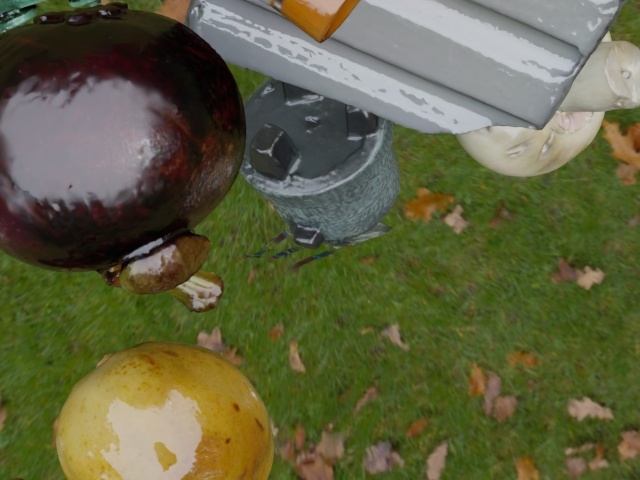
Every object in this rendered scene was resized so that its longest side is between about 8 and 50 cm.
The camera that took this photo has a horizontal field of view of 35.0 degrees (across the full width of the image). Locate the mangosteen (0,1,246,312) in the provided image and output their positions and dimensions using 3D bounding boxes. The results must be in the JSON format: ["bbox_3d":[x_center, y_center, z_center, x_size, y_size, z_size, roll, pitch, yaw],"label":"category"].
[{"bbox_3d":[-0.216,-0.085,1.002,0.297,0.297,0.293,0,126,-3],"label":"mangosteen"}]

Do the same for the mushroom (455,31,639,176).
[{"bbox_3d":[0.384,-0.300,1.788,0.353,0.353,0.325,-14,70,-1],"label":"mushroom"}]

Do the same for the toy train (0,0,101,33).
[{"bbox_3d":[-0.368,-0.390,1.433,0.285,0.177,0.116,-7,123,34],"label":"toy train"}]

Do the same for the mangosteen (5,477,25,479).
[{"bbox_3d":[-0.409,0.431,1.341,0.216,0.216,0.216,0,98,-3],"label":"mangosteen"}]

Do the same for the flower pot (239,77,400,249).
[{"bbox_3d":[-0.020,-0.159,1.719,0.299,0.283,0.299,-6,61,11],"label":"flower pot"}]

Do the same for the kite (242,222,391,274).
[{"bbox_3d":[0.000,-0.002,1.799,0.169,0.310,0.015,14,115,24],"label":"kite"}]

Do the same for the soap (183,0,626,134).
[{"bbox_3d":[0.111,-0.322,1.103,0.435,0.213,0.350,21,128,-1],"label":"soap"}]

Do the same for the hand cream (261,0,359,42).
[{"bbox_3d":[-0.095,-0.296,0.853,0.314,0.140,0.089,42,120,1],"label":"hand cream"}]

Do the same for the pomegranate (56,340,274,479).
[{"bbox_3d":[-0.164,0.215,1.085,0.233,0.233,0.233,0,98,-3],"label":"pomegranate"}]
